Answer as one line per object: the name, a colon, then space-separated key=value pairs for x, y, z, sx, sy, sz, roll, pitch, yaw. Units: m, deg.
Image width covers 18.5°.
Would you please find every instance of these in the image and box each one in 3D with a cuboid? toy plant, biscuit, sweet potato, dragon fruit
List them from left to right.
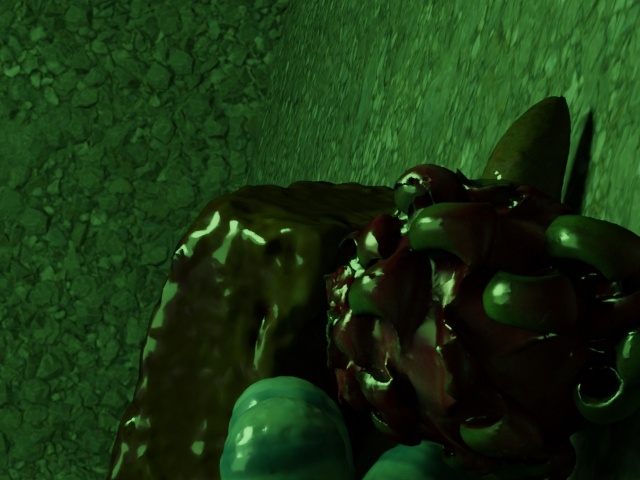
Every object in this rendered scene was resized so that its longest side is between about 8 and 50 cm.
biscuit: x=-0.032 y=0.137 z=1.698 sx=0.343 sy=0.166 sz=0.395 roll=-10 pitch=-61 yaw=-67
toy plant: x=-0.002 y=0.237 z=1.333 sx=0.247 sy=0.247 sz=0.332 roll=113 pitch=154 yaw=-46
dragon fruit: x=0.109 y=0.052 z=1.251 sx=0.273 sy=0.198 sz=0.218 roll=134 pitch=123 yaw=-75
sweet potato: x=0.132 y=0.052 z=1.480 sx=0.114 sy=0.092 sz=0.341 roll=-20 pitch=53 yaw=49

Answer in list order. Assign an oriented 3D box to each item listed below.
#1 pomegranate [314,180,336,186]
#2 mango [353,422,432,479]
pomegranate: x=-0.004 y=-0.005 z=2.285 sx=0.130 sy=0.130 sz=0.130 roll=-166 pitch=90 yaw=-81
mango: x=0.075 y=0.202 z=1.608 sx=0.115 sy=0.089 sz=0.165 roll=-61 pitch=18 yaw=24
